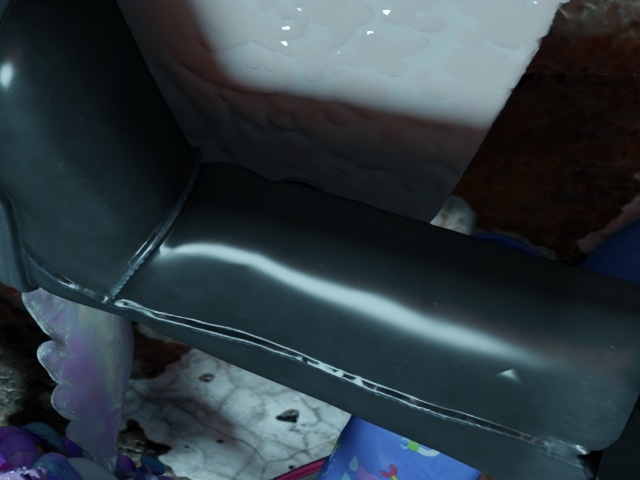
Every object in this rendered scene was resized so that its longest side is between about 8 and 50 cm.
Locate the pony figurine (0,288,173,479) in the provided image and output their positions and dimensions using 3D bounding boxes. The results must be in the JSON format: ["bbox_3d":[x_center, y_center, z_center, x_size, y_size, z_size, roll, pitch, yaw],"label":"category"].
[{"bbox_3d":[-0.193,0.212,1.308,0.363,0.303,0.351,35,157,33],"label":"pony figurine"}]

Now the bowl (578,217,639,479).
[{"bbox_3d":[0.371,0.115,1.319,0.391,0.077,0.391,3,133,3],"label":"bowl"}]

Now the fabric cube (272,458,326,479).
[{"bbox_3d":[-0.002,0.396,1.503,0.254,0.259,0.258,-29,126,28],"label":"fabric cube"}]

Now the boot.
[{"bbox_3d":[0.000,0.001,1.044,0.445,0.146,0.367,24,159,6],"label":"boot"}]

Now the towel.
[{"bbox_3d":[-0.039,-0.133,1.099,0.331,0.053,0.317,17,146,-7],"label":"towel"}]

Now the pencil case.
[{"bbox_3d":[0.103,0.130,1.330,0.133,0.119,0.306,29,133,2],"label":"pencil case"}]
